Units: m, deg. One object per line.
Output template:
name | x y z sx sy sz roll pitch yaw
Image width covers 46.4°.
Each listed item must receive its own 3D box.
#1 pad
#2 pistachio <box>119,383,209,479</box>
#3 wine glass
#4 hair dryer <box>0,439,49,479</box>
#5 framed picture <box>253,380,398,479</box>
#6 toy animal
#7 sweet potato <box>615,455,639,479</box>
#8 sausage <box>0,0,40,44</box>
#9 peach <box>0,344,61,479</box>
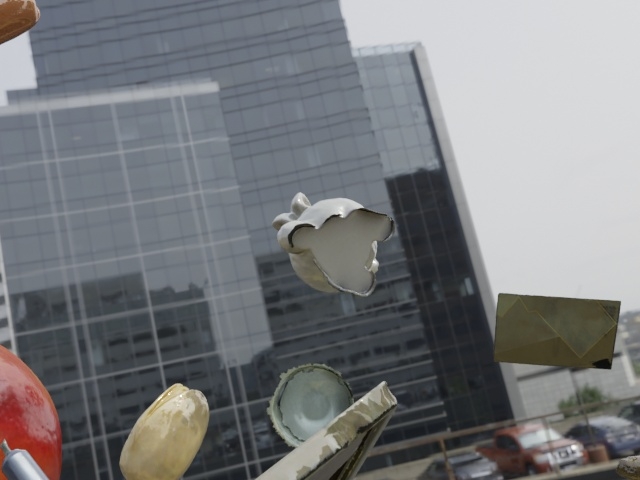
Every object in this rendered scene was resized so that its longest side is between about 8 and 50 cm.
pad | 0.484 0.189 1.539 0.243 0.163 0.004 3 21 11
pistachio | -0.276 0.354 1.346 0.117 0.200 0.145 20 -28 26
wine glass | -0.007 0.296 1.339 0.143 0.143 0.321 -13 -12 1
hair dryer | -0.150 0.156 0.429 0.037 0.114 0.063 -49 -21 -1
framed picture | -0.084 0.207 0.402 0.289 0.020 0.211 -29 -27 -35
toy animal | 0.000 0.000 1.574 0.258 0.194 0.357 31 -5 -20
sweet potato | 0.693 0.402 1.407 0.273 0.075 0.075 -23 -12 0
sausage | -0.786 -0.493 1.709 0.304 0.121 0.121 -45 10 -36
peach | -0.492 0.257 0.805 0.388 0.388 0.388 -13 -11 -3
